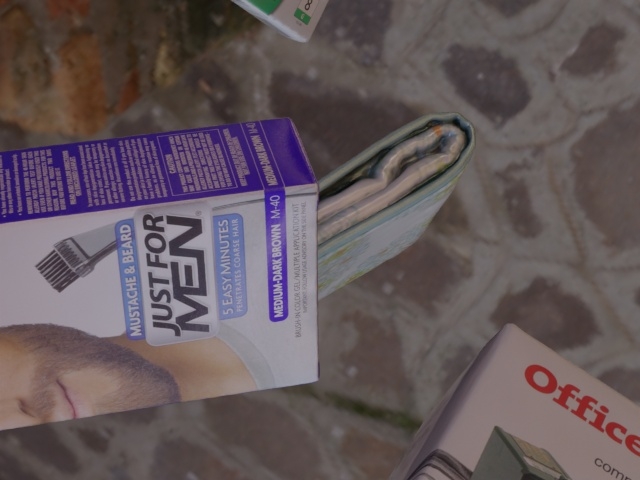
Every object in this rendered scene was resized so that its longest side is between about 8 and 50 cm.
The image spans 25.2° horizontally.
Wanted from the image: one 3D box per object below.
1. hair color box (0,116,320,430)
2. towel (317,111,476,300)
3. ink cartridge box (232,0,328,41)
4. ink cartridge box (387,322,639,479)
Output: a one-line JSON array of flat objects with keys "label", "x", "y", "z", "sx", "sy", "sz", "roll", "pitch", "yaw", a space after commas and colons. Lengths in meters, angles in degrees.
[{"label": "hair color box", "x": -0.174, "y": 0.030, "z": 1.042, "sx": 0.339, "sy": 0.110, "sz": 0.185, "roll": -7, "pitch": 126, "yaw": -9}, {"label": "towel", "x": 0.000, "y": 0.000, "z": 1.745, "sx": 0.090, "sy": 0.374, "sz": 0.320, "roll": 58, "pitch": 162, "yaw": 9}, {"label": "ink cartridge box", "x": -0.026, "y": -0.334, "z": 1.442, "sx": 0.056, "sy": 0.224, "sz": 0.181, "roll": 28, "pitch": -178, "yaw": 33}, {"label": "ink cartridge box", "x": 0.108, "y": 0.215, "z": 0.748, "sx": 0.211, "sy": 0.289, "sz": 0.121, "roll": 33, "pitch": 139, "yaw": 3}]
